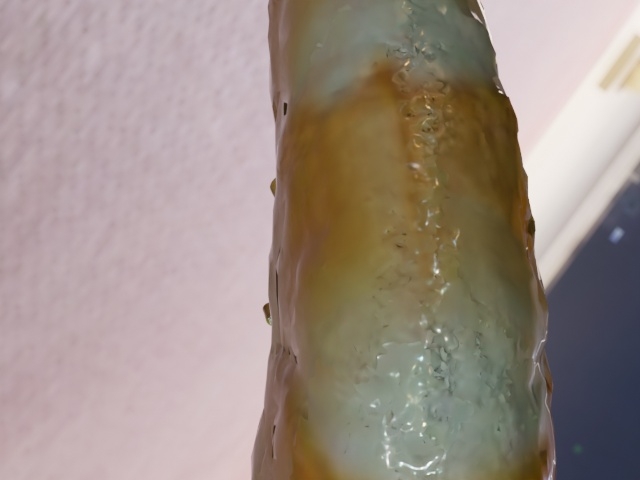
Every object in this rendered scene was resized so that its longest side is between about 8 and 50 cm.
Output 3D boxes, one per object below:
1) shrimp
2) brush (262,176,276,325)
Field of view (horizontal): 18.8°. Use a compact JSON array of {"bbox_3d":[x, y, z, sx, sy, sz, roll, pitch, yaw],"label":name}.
[{"bbox_3d":[0.003,0.023,0.396,0.185,0.068,0.287,164,-79,-80],"label":"shrimp"},{"bbox_3d":[0.000,0.000,1.038,0.083,0.011,0.205,-26,-153,2],"label":"brush"}]
